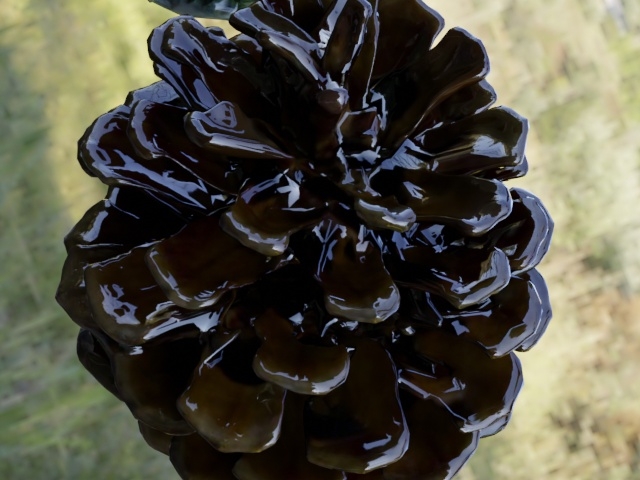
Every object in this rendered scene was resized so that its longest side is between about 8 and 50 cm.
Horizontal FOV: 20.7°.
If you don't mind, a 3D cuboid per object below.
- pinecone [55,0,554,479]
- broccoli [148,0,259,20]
[{"bbox_3d":[-0.003,-0.008,0.545,0.165,0.163,0.163,94,-19,-54],"label":"pinecone"},{"bbox_3d":[-0.042,-0.200,0.777,0.198,0.177,0.275,18,20,-20],"label":"broccoli"}]
